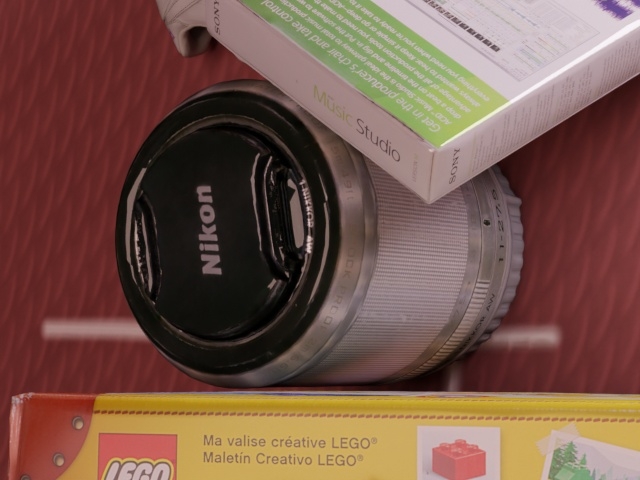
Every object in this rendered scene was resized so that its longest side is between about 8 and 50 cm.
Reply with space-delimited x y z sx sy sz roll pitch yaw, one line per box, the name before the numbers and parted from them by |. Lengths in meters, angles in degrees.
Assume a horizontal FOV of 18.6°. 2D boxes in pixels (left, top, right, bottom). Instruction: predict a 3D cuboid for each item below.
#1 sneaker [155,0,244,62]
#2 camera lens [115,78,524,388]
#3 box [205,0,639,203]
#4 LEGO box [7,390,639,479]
sneaker | -0.015 -0.229 1.602 0.305 0.114 0.152 -9 96 39
camera lens | 0.000 0.000 1.458 0.219 0.274 0.219 -2 86 35
box | 0.113 -0.173 1.383 0.232 0.322 0.058 40 145 31
LEGO box | 0.108 0.194 1.249 0.500 0.372 0.193 -1 85 21
